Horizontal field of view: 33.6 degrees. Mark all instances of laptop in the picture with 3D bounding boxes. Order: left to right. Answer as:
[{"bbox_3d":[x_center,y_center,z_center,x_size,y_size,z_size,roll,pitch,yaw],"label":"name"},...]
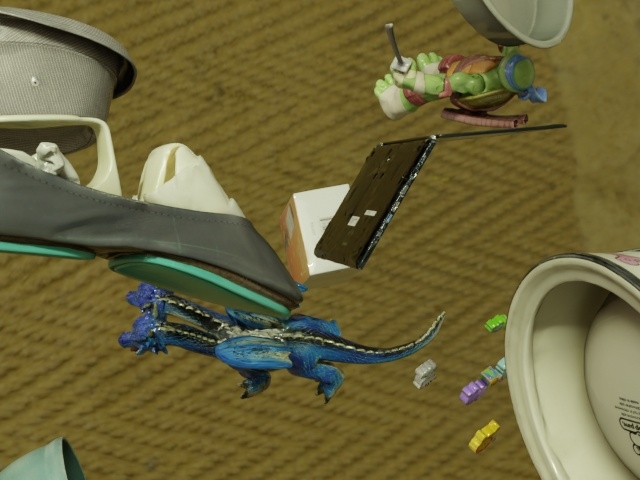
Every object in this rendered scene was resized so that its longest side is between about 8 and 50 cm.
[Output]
[{"bbox_3d":[0.133,-0.057,1.285,0.136,0.234,0.264,31,86,-12],"label":"laptop"}]

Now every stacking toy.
[{"bbox_3d":[0.286,0.233,1.770,0.221,0.052,0.167,-31,57,-23],"label":"stacking toy"}]

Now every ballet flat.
[{"bbox_3d":[-0.088,-0.015,0.459,0.203,0.074,0.074,14,75,-34],"label":"ballet flat"}]

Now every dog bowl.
[{"bbox_3d":[0.395,0.193,1.257,0.150,0.408,0.408,-16,87,-23],"label":"dog bowl"}]

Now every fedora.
[{"bbox_3d":[-0.362,-0.176,1.267,0.275,0.244,0.124,5,74,-8],"label":"fedora"}]

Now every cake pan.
[{"bbox_3d":[0.223,-0.374,1.339,0.293,0.054,0.293,21,61,-43],"label":"cake pan"}]

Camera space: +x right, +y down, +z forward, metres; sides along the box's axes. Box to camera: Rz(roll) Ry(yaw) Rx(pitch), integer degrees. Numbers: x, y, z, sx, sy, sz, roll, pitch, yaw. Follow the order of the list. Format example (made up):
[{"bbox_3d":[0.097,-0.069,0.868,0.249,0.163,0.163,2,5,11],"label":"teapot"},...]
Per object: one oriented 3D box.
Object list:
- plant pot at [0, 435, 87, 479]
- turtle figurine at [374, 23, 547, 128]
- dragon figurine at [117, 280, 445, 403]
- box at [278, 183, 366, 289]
[{"bbox_3d":[-0.458,0.482,1.680,0.196,0.293,0.293,-18,87,-10],"label":"plant pot"},{"bbox_3d":[0.178,-0.278,1.506,0.274,0.266,0.198,30,74,-21],"label":"turtle figurine"},{"bbox_3d":[-0.044,0.086,0.957,0.144,0.289,0.085,45,50,-55],"label":"dragon figurine"},{"bbox_3d":[0.000,0.000,1.657,0.091,0.170,0.130,-11,80,-12],"label":"box"}]
